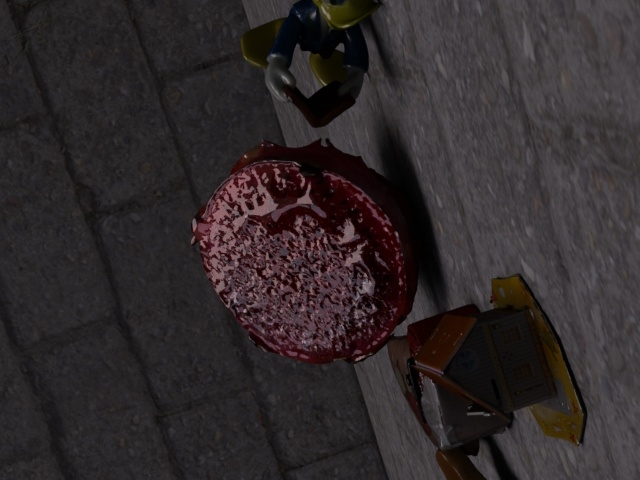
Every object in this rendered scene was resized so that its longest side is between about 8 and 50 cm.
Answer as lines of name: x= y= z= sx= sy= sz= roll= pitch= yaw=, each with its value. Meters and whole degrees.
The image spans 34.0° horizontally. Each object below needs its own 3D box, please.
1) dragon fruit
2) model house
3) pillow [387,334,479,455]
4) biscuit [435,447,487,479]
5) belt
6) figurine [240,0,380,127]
dragon fruit: x=0.000 y=0.000 z=1.720 sx=0.249 sy=0.386 sz=0.371 roll=-45 pitch=-29 yaw=-57
model house: x=0.192 y=0.156 z=1.210 sx=0.219 sy=0.135 sz=0.207 roll=175 pitch=79 yaw=-84
pillow: x=0.191 y=0.254 z=1.757 sx=0.223 sy=0.084 sz=0.236 roll=147 pitch=102 yaw=-76
biscuit: x=0.274 y=0.437 z=1.605 sx=0.295 sy=0.044 sz=0.186 roll=57 pitch=166 yaw=19
belt: x=0.185 y=0.199 z=1.482 sx=0.128 sy=0.124 sz=0.201 roll=-120 pitch=13 yaw=-71
figurine: x=-0.015 y=-0.308 z=1.503 sx=0.338 sy=0.204 sz=0.284 roll=107 pitch=172 yaw=-59
